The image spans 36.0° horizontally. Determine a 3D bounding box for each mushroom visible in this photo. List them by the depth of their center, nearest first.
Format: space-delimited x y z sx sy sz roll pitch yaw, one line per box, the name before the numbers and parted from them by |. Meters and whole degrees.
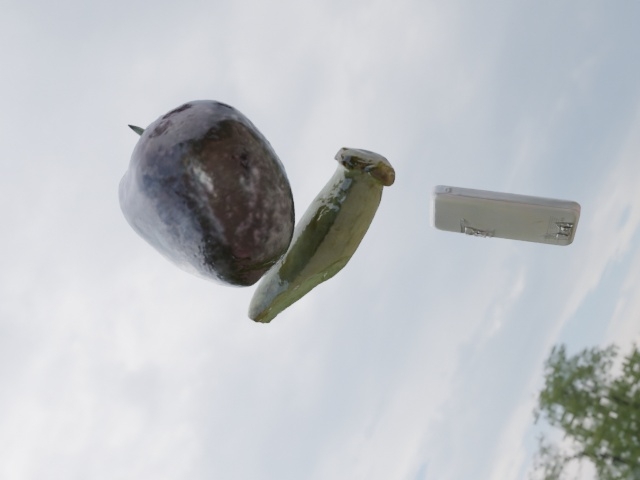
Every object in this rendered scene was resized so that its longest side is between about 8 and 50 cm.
mushroom | 0.003 0.002 1.574 0.333 0.107 0.087 -59 -16 3

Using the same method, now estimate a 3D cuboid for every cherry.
cherry | -0.160 -0.067 1.374 0.218 0.296 0.255 -32 -13 -27

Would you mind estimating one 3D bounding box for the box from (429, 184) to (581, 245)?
box | 0.355 -0.047 1.920 0.142 0.285 0.044 79 -159 -61
